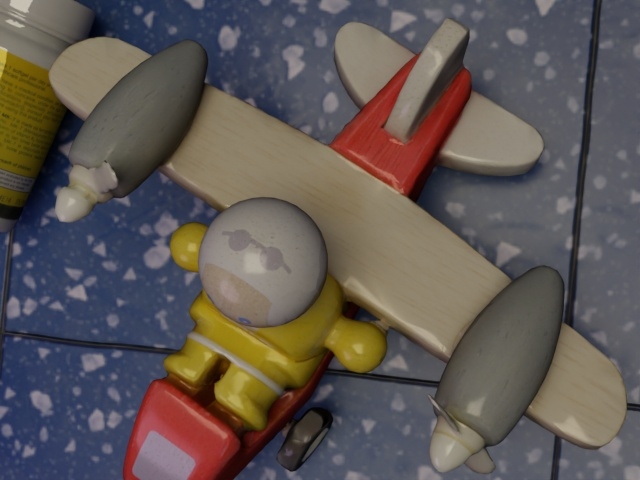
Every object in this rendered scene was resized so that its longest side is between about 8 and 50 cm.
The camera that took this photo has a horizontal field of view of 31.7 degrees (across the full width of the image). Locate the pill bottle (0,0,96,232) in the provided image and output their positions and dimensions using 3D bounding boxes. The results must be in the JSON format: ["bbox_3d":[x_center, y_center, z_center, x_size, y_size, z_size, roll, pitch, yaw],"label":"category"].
[{"bbox_3d":[-0.280,-0.122,0.970,0.119,0.119,0.208,26,94,12],"label":"pill bottle"}]

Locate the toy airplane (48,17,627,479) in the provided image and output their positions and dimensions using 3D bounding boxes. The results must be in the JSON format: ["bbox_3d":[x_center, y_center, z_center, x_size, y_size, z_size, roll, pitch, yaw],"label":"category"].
[{"bbox_3d":[0.000,0.000,0.828,0.386,0.272,0.384,-11,85,12],"label":"toy airplane"}]
